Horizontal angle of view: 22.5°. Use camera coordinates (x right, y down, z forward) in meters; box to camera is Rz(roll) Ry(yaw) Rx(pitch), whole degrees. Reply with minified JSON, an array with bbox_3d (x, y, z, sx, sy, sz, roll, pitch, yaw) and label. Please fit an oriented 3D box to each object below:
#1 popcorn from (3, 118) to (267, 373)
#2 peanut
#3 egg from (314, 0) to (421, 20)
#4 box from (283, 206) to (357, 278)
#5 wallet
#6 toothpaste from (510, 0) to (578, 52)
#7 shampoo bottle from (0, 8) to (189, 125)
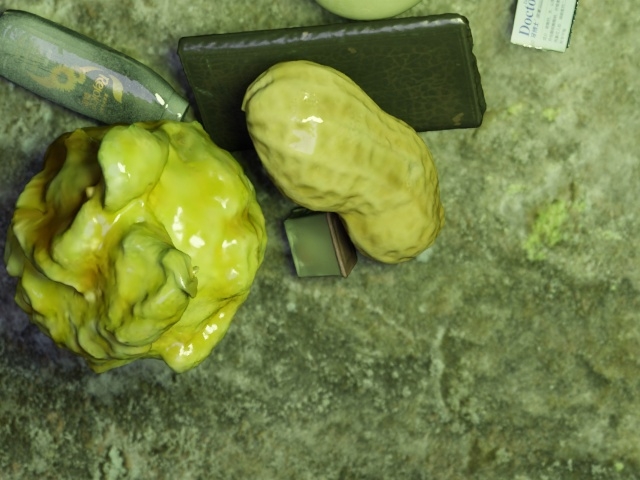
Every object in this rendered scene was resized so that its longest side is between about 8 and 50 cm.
[{"bbox_3d":[-0.193,0.004,1.760,0.335,0.279,0.274,-2,100,39],"label":"popcorn"},{"bbox_3d":[0.035,-0.081,1.745,0.147,0.147,0.305,-40,130,20],"label":"peanut"},{"bbox_3d":[0.053,-0.290,1.710,0.152,0.114,0.114,3,110,12],"label":"egg"},{"bbox_3d":[0.000,0.000,1.853,0.063,0.060,0.085,-10,108,18],"label":"box"},{"bbox_3d":[0.015,-0.176,1.771,0.321,0.044,0.170,-5,137,11],"label":"wallet"},{"bbox_3d":[0.258,-0.367,1.666,0.067,0.081,0.336,12,111,6],"label":"toothpaste"},{"bbox_3d":[-0.263,-0.185,1.836,0.233,0.049,0.087,25,117,0],"label":"shampoo bottle"}]
